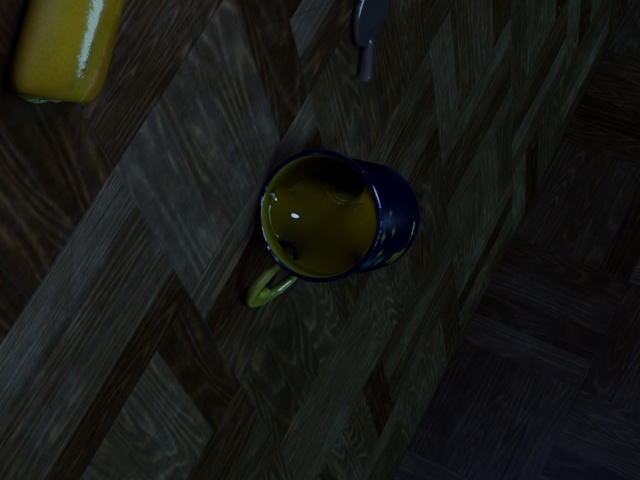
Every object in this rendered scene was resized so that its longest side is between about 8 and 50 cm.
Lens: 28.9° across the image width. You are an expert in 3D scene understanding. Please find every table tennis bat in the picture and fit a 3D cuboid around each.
[{"bbox_3d":[0.116,-0.293,1.787,0.107,0.119,0.170,-47,151,-45],"label":"table tennis bat"}]

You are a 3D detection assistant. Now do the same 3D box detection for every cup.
[{"bbox_3d":[-0.001,-0.022,1.788,0.256,0.255,0.178,-1,75,-72],"label":"cup"}]

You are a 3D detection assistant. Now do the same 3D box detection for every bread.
[{"bbox_3d":[-0.201,-0.226,1.070,0.092,0.074,0.239,-27,136,-70],"label":"bread"}]
